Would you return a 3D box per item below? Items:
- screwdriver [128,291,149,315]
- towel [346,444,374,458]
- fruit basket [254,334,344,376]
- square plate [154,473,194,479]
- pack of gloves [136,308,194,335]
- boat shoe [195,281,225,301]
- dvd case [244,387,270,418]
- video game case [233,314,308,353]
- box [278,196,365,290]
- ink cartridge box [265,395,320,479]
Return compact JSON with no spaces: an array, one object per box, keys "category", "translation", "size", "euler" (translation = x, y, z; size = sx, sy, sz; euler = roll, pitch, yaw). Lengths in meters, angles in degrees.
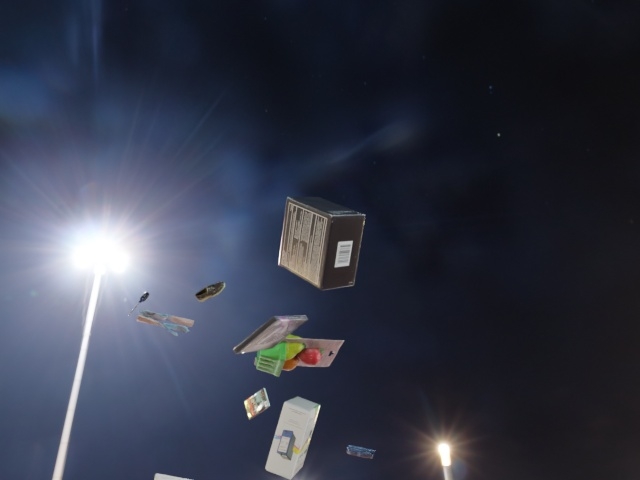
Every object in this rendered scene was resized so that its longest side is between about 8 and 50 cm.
[{"category":"screwdriver","translation":[-0.731,0.252,2.012],"size":[0.024,0.170,0.025],"euler":[-34,-80,20]},{"category":"towel","translation":[0.174,0.926,2.198],"size":[0.120,0.029,0.067],"euler":[9,-40,6]},{"category":"fruit basket","translation":[-0.103,0.483,2.214],"size":[0.354,0.165,0.327],"euler":[-1,-33,-12]},{"category":"square plate","translation":[-0.524,1.089,1.942],"size":[0.049,0.344,0.347],"euler":[-29,-32,-2]},{"category":"pack of gloves","translation":[-0.672,0.361,2.156],"size":[0.232,0.046,0.195],"euler":[17,-28,-14]},{"category":"boat shoe","translation":[-0.523,0.238,2.382],"size":[0.152,0.056,0.049],"euler":[-33,-42,4]},{"category":"dvd case","translation":[-0.276,0.707,2.181],"size":[0.119,0.087,0.013],"euler":[-39,-39,17]},{"category":"video game case","translation":[-0.174,0.341,1.844],"size":[0.196,0.026,0.274],"euler":[-40,-20,12]},{"category":"box","translation":[0.000,0.000,1.985],"size":[0.183,0.294,0.296],"euler":[-4,-70,-39]},{"category":"ink cartridge box","translation":[-0.085,0.619,1.594],"size":[0.093,0.212,0.154],"euler":[17,-6,15]}]
